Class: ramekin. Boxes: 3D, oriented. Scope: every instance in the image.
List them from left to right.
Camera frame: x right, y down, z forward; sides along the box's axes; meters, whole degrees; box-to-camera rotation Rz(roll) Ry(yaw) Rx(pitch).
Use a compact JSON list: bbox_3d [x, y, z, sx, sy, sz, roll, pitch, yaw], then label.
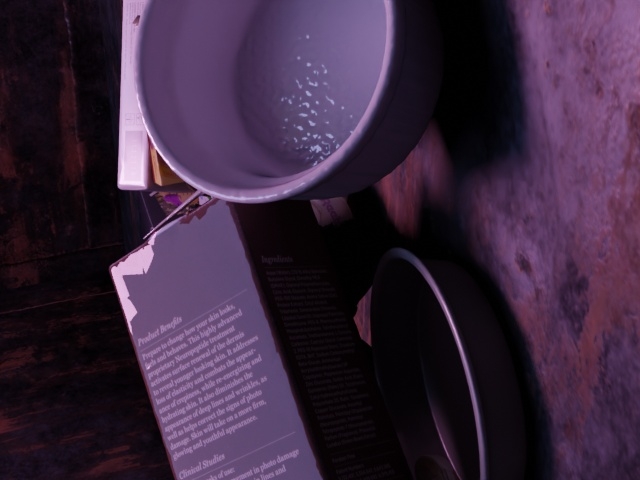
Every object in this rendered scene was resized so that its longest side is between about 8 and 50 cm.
[{"bbox_3d":[-0.022,-0.165,1.072,0.277,0.135,0.277,-3,85,32],"label":"ramekin"}]

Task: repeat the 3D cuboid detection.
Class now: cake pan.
[{"bbox_3d":[0.122,0.147,1.154,0.293,0.054,0.293,169,90,-75],"label":"cake pan"}]

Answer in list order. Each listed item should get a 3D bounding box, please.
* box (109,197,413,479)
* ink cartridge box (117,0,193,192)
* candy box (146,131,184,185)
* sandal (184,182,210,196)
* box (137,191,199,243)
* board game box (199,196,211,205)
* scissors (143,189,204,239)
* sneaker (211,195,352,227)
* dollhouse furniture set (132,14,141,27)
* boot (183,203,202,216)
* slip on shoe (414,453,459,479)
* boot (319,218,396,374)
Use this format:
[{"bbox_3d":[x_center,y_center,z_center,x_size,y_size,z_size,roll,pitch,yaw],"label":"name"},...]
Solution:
[{"bbox_3d":[-0.056,0.158,1.169,0.191,0.143,0.381,-30,74,34],"label":"box"},{"bbox_3d":[-0.211,-0.223,1.843,0.066,0.261,0.296,3,92,30],"label":"ink cartridge box"},{"bbox_3d":[-0.158,-0.150,1.725,0.053,0.186,0.109,-153,54,-67],"label":"candy box"},{"bbox_3d":[-0.160,-0.102,1.818,0.049,0.180,0.072,17,94,37],"label":"sandal"},{"bbox_3d":[-0.270,-0.001,2.331,0.270,0.143,0.165,-116,22,-47],"label":"box"},{"bbox_3d":[-0.149,0.075,2.086,0.242,0.064,0.316,-127,30,-59],"label":"board game box"},{"bbox_3d":[-0.144,-0.087,1.633,0.021,0.297,0.109,45,-171,-22],"label":"scissors"},{"bbox_3d":[-0.046,-0.040,1.438,0.114,0.152,0.305,67,172,-23],"label":"sneaker"},{"bbox_3d":[-0.002,-0.209,1.328,0.303,0.198,0.286,41,-173,29],"label":"dollhouse furniture set"},{"bbox_3d":[-0.208,-0.016,1.985,0.198,0.077,0.137,123,140,-67],"label":"boot"},{"bbox_3d":[0.108,0.239,1.079,0.135,0.041,0.051,-132,34,-63],"label":"slip on shoe"},{"bbox_3d":[0.031,0.082,1.339,0.094,0.246,0.207,43,111,32],"label":"boot"}]
